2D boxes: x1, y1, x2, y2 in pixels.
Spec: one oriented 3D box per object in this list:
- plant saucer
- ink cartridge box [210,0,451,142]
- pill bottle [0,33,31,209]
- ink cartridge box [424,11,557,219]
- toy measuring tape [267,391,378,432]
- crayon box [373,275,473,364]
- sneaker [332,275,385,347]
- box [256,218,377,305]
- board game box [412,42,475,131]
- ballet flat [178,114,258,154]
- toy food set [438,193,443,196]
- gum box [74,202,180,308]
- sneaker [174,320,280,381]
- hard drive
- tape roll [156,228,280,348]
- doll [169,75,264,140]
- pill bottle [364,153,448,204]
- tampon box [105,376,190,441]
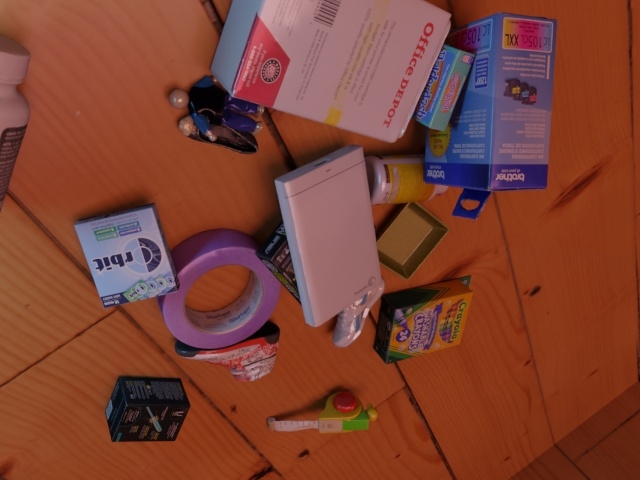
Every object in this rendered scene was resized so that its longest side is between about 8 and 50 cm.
[{"bbox_3d":[0.227,-0.006,1.550,0.188,0.045,0.188,31,100,-39],"label":"plant saucer"},{"bbox_3d":[0.021,-0.379,1.126,0.384,0.160,0.279,10,114,-33],"label":"ink cartridge box"},{"bbox_3d":[-0.570,-0.170,0.917,0.176,0.176,0.319,15,111,-35],"label":"pill bottle"},{"bbox_3d":[0.348,-0.247,1.235,0.151,0.270,0.396,-4,99,-18],"label":"ink cartridge box"},{"bbox_3d":[0.008,0.514,1.741,0.329,0.121,0.122,-1,122,-3],"label":"toy measuring tape"},{"bbox_3d":[0.327,0.234,1.733,0.322,0.083,0.203,-10,123,-24],"label":"crayon box"},{"bbox_3d":[0.081,0.182,1.569,0.092,0.087,0.229,21,100,-30],"label":"sneaker"},{"bbox_3d":[0.000,0.000,1.360,0.270,0.060,0.216,-54,133,-18],"label":"box"},{"bbox_3d":[0.216,-0.343,1.226,0.047,0.210,0.160,5,116,-31],"label":"board game box"},{"bbox_3d":[-0.202,-0.216,1.175,0.173,0.049,0.058,10,111,-33],"label":"ballet flat"},{"bbox_3d":[0.298,-0.142,1.522,0.122,0.019,0.078,-27,128,-12],"label":"toy food set"},{"bbox_3d":[-0.388,0.032,1.175,0.156,0.041,0.185,-13,109,-3],"label":"gum box"},{"bbox_3d":[-0.230,0.297,1.455,0.269,0.090,0.145,-7,119,-29],"label":"sneaker"},{"bbox_3d":[0.029,-0.010,1.309,0.233,0.047,0.353,-30,122,-34],"label":"hard drive"},{"bbox_3d":[-0.234,0.114,1.340,0.274,0.090,0.275,-15,126,-22],"label":"tape roll"},{"bbox_3d":[-0.203,-0.256,1.138,0.188,0.046,0.129,10,83,-33],"label":"doll"},{"bbox_3d":[0.203,-0.149,1.400,0.214,0.117,0.117,-5,121,-26],"label":"pill bottle"},{"bbox_3d":[-0.420,0.410,1.412,0.160,0.101,0.121,13,112,-35],"label":"tampon box"}]
